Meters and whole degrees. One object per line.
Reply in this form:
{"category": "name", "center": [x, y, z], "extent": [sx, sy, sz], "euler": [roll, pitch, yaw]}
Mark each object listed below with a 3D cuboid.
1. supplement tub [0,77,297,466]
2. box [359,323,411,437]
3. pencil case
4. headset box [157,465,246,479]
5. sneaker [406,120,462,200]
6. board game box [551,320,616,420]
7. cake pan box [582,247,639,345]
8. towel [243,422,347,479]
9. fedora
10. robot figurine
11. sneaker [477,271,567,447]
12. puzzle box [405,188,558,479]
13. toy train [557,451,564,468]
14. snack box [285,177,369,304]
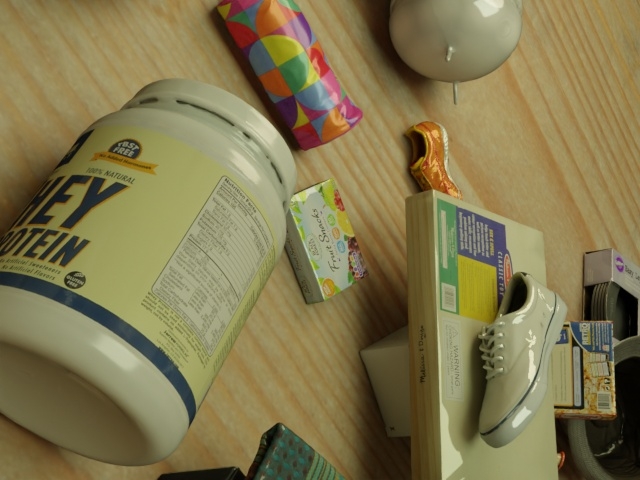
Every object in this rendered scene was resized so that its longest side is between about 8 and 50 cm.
{"category": "supplement tub", "center": [-0.174, 0.023, 0.897], "extent": [0.235, 0.235, 0.325], "euler": [47, 50, -26]}
{"category": "box", "center": [0.156, 0.181, 1.297], "extent": [0.170, 0.091, 0.130], "euler": [-22, 96, -47]}
{"category": "pencil case", "center": [-0.037, -0.235, 1.212], "extent": [0.104, 0.104, 0.236], "euler": [-44, 112, -43]}
{"category": "headset box", "center": [-0.113, 0.399, 0.927], "extent": [0.283, 0.131, 0.246], "euler": [56, 44, -19]}
{"category": "sneaker", "center": [0.169, -0.094, 1.421], "extent": [0.067, 0.064, 0.175], "euler": [-12, 82, -27]}
{"category": "board game box", "center": [0.348, 0.196, 1.425], "extent": [0.045, 0.193, 0.146], "euler": [65, 28, -69]}
{"category": "cake pan box", "center": [0.581, 0.170, 1.756], "extent": [0.267, 0.070, 0.245], "euler": [30, 57, -36]}
{"category": "towel", "center": [0.019, 0.396, 0.936], "extent": [0.370, 0.040, 0.271], "euler": [46, 50, -26]}
{"category": "fedora", "center": [0.480, 0.276, 1.550], "extent": [0.244, 0.124, 0.275], "euler": [-37, 112, -16]}
{"category": "robot figurine", "center": [0.210, -0.393, 1.431], "extent": [0.300, 0.200, 0.353], "euler": [40, 50, -55]}
{"category": "sneaker", "center": [0.240, 0.147, 1.199], "extent": [0.091, 0.094, 0.258], "euler": [39, 46, -10]}
{"category": "puzzle box", "center": [0.223, 0.156, 1.268], "extent": [0.272, 0.052, 0.409], "euler": [17, 67, -42]}
{"category": "toy train", "center": [0.328, 0.371, 1.393], "extent": [0.046, 0.166, 0.125], "euler": [9, 44, -8]}
{"category": "snack box", "center": [0.000, 0.000, 1.226], "extent": [0.100, 0.037, 0.141], "euler": [-28, 99, -45]}
